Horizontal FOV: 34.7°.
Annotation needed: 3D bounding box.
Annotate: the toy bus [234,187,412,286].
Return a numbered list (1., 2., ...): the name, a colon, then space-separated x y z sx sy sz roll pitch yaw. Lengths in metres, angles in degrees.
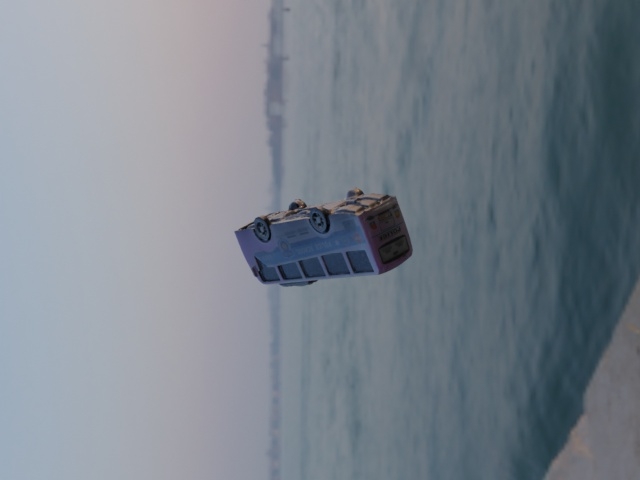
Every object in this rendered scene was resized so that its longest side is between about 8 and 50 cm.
1. toy bus: 0.000 0.000 0.632 0.130 0.037 0.052 -8 107 52
